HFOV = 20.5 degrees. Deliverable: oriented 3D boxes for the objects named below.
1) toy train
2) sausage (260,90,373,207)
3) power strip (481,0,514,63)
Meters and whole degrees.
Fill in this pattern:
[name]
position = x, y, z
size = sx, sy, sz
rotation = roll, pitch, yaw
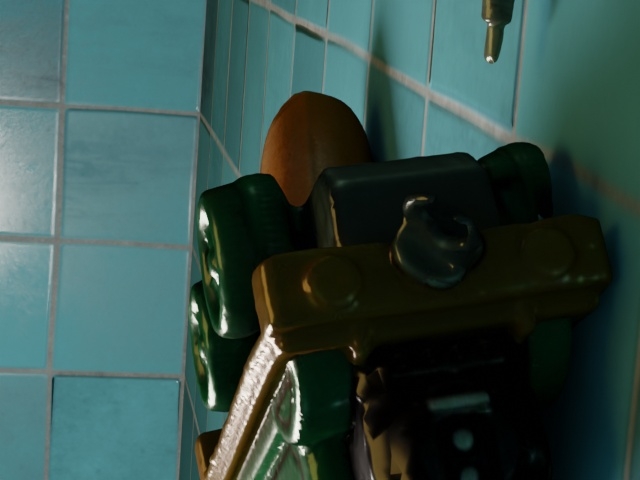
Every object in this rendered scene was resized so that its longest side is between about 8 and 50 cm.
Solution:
[toy train]
position = 0.033, 0.104, 0.950
size = 0.429, 0.178, 0.249
rotation = 112, 149, -67
[sausage]
position = 0.000, 0.000, 1.405
size = 0.105, 0.105, 0.274
rotation = 103, 167, -49
[power strip]
position = 0.105, -0.218, 0.927
size = 0.167, 0.054, 0.253
rotation = -100, 16, -58
